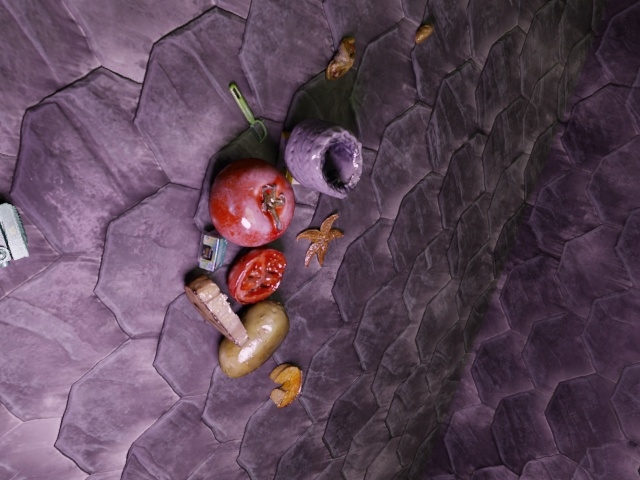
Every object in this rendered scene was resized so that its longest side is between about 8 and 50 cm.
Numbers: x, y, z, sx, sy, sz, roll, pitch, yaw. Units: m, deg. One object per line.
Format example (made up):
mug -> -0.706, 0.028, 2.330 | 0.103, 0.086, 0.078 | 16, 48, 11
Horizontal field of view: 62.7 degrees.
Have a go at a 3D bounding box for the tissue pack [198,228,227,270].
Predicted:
tissue pack -> -0.345, 0.026, 1.653 | 0.085, 0.079, 0.110 | -48, 153, -71

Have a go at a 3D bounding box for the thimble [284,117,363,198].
thimble -> 0.017, -0.256, 1.654 | 0.217, 0.157, 0.245 | -43, 134, -20

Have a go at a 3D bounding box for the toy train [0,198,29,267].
toy train -> -0.751, -0.022, 1.236 | 0.100, 0.070, 0.171 | -29, 127, -41

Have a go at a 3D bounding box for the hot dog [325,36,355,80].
hot dog -> 0.081, -0.605, 1.755 | 0.078, 0.061, 0.168 | 27, 90, -49

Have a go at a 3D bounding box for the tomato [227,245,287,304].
tomato -> -0.228, 0.110, 1.793 | 0.228, 0.101, 0.227 | -29, 136, -32

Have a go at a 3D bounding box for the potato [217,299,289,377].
potato -> -0.233, 0.344, 1.841 | 0.307, 0.173, 0.210 | -45, 166, -19

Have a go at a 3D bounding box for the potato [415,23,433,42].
potato -> 0.388, -0.783, 1.979 | 0.092, 0.046, 0.045 | -43, 170, -7

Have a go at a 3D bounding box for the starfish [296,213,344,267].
starfish -> 0.001, 0.001, 2.000 | 0.241, 0.043, 0.227 | 4, 106, -42

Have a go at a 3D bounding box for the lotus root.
lotus root -> -0.343, 0.219, 1.681 | 0.074, 0.170, 0.260 | -45, 125, -28

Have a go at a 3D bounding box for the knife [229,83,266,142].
knife -> -0.216, -0.395, 1.605 | 0.054, 0.015, 0.212 | -48, 136, -16

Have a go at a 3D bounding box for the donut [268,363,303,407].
donut -> -0.141, 0.576, 2.129 | 0.146, 0.078, 0.181 | -25, 120, -35

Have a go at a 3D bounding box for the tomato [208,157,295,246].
tomato -> -0.218, -0.112, 1.592 | 0.270, 0.227, 0.269 | -2, 92, -50

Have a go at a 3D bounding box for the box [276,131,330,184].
box -> -0.017, -0.279, 1.798 | 0.265, 0.097, 0.168 | -7, 115, -42
